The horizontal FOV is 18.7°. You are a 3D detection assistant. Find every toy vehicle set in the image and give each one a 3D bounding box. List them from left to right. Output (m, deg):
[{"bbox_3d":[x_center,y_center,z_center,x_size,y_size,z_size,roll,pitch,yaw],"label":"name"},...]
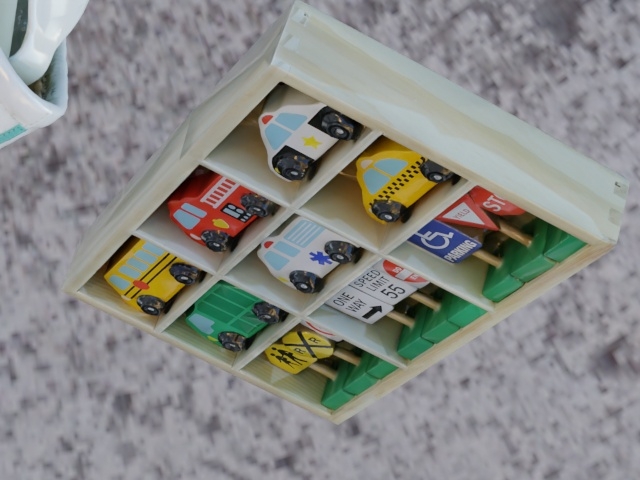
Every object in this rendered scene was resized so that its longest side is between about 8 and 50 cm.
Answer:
[{"bbox_3d":[0.000,0.000,0.896,0.166,0.035,0.267,26,149,-15],"label":"toy vehicle set"}]

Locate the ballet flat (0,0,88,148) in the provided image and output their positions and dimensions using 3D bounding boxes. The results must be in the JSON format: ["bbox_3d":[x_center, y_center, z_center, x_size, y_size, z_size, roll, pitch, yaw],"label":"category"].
[{"bbox_3d":[-0.178,-0.237,1.182,0.139,0.139,0.400,10,73,-19],"label":"ballet flat"}]
